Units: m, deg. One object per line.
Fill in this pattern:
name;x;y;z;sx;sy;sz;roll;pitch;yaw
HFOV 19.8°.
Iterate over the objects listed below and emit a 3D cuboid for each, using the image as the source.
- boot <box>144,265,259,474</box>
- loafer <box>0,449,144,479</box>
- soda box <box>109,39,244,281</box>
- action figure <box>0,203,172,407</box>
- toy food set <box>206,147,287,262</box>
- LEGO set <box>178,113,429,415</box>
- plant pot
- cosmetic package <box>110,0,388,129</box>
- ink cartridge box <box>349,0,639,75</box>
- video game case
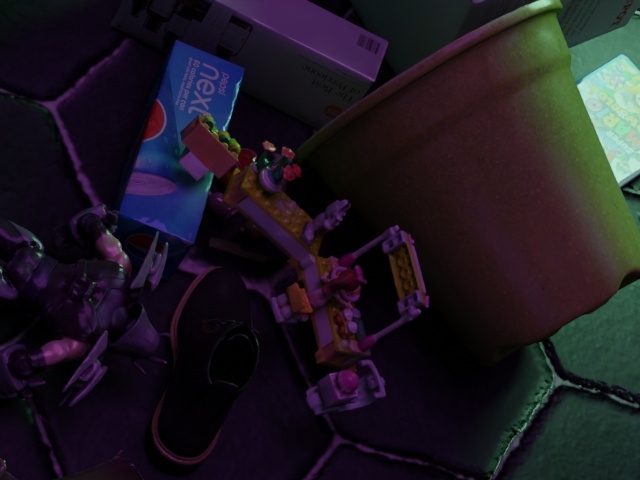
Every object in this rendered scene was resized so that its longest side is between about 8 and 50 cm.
boot;-0.074;0.079;1.493;0.077;0.137;0.198;19;51;-14
loafer;-0.268;0.225;1.313;0.366;0.134;0.130;1;53;-38
soda box;-0.130;-0.073;1.614;0.071;0.067;0.210;23;50;-12
action figure;-0.244;0.024;1.467;0.285;0.099;0.185;30;50;-5
toy food set;-0.066;-0.040;1.655;0.078;0.019;0.122;17;52;-16
LEGO set;0.000;0.000;1.546;0.132;0.107;0.287;-12;72;-55
plant pot;0.157;-0.036;1.633;0.276;0.276;0.254;-27;85;-38
cosmetic package;-0.067;-0.191;1.708;0.239;0.099;0.060;26;53;-9
ink cartridge box;0.184;-0.296;1.808;0.270;0.198;0.197;-23;71;-24
video game case;0.303;-0.120;1.903;0.166;0.015;0.119;-32;77;-38
